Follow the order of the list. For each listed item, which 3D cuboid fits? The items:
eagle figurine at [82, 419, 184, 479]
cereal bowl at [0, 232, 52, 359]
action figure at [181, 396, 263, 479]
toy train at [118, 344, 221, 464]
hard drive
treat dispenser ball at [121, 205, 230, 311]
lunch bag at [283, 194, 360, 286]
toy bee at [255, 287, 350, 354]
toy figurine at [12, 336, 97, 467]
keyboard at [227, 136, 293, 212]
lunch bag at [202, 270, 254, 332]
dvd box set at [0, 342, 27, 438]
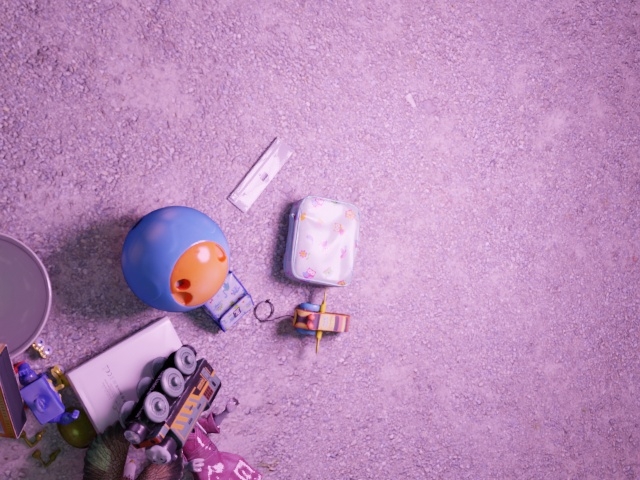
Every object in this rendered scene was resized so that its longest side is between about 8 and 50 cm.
[{"bbox_3d":[-0.522,0.653,1.686,0.226,0.225,0.298,3,127,-38],"label":"eagle figurine"},{"bbox_3d":[-0.849,0.146,1.584,0.339,0.141,0.339,2,84,-20],"label":"cereal bowl"},{"bbox_3d":[-0.338,0.623,1.834,0.370,0.275,0.248,54,38,3],"label":"action figure"},{"bbox_3d":[-0.390,0.428,1.680,0.190,0.142,0.334,54,30,-18],"label":"toy train"},{"bbox_3d":[-0.514,0.373,1.753,0.307,0.040,0.203,-31,103,-36],"label":"hard drive"},{"bbox_3d":[-0.389,0.050,1.713,0.288,0.288,0.288,0,91,-23],"label":"treat dispenser ball"},{"bbox_3d":[0.000,0.000,1.970,0.224,0.108,0.279,10,80,-17],"label":"lunch bag"},{"bbox_3d":[-0.025,0.255,1.942,0.298,0.162,0.195,-13,97,-23],"label":"toy bee"},{"bbox_3d":[-0.718,0.433,1.613,0.191,0.217,0.362,-30,102,-20],"label":"toy figurine"},{"bbox_3d":[-0.182,-0.203,1.950,0.072,0.014,0.256,43,75,-23],"label":"keyboard"},{"bbox_3d":[-0.279,0.180,1.872,0.129,0.096,0.151,-43,121,-20],"label":"lunch bag"},{"bbox_3d":[-0.908,0.317,1.440,0.420,0.062,0.308,9,131,-2],"label":"dvd box set"}]
